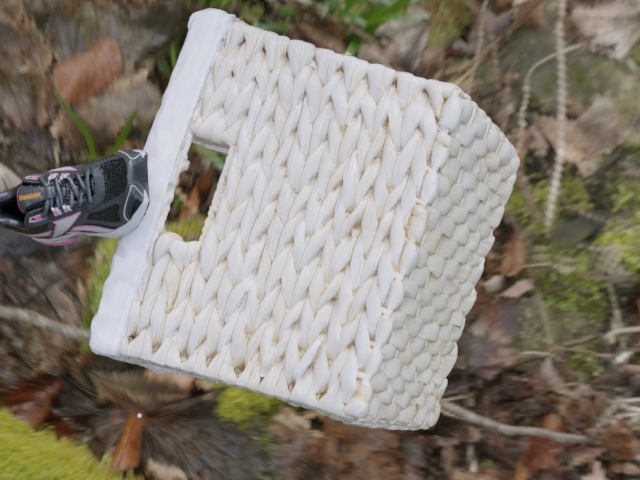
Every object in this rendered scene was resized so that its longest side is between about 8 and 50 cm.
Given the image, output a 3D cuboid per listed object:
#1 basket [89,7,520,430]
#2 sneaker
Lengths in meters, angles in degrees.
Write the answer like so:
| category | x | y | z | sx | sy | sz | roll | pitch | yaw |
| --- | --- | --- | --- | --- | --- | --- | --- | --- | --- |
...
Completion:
| category | x | y | z | sx | sy | sz | roll | pitch | yaw |
| --- | --- | --- | --- | --- | --- | --- | --- | --- | --- |
| basket | 0.000 | 0.000 | 1.519 | 0.266 | 0.331 | 0.328 | 17 | 87 | 17 |
| sneaker | -0.219 | -0.033 | 1.392 | 0.077 | 0.178 | 0.072 | 7 | 68 | -44 |
